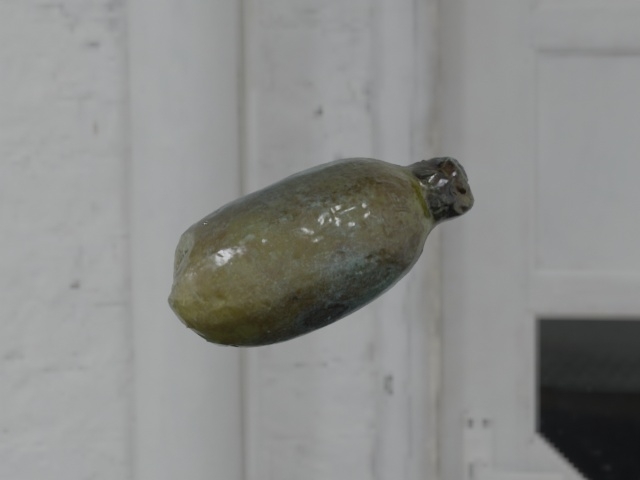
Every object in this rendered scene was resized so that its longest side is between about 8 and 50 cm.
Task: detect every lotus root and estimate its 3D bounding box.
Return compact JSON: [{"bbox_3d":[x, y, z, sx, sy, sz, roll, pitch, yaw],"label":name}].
[{"bbox_3d":[0.000,0.000,0.920,0.192,0.088,0.113,-25,9,-1],"label":"lotus root"}]
